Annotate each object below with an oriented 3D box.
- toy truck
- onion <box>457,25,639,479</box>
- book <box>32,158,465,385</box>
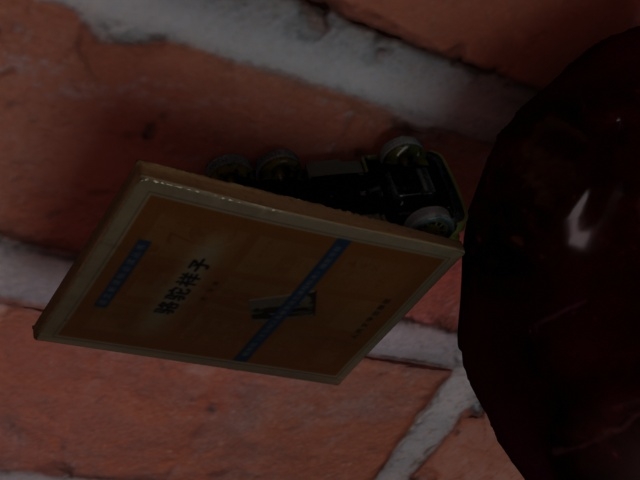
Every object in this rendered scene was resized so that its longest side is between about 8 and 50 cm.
[{"bbox_3d":[0.000,0.000,0.818,0.191,0.085,0.116,-7,140,-15],"label":"toy truck"},{"bbox_3d":[0.289,0.037,0.863,0.398,0.398,0.420,-35,179,8],"label":"onion"},{"bbox_3d":[-0.044,0.033,0.759,0.241,0.018,0.170,12,135,-31],"label":"book"}]
